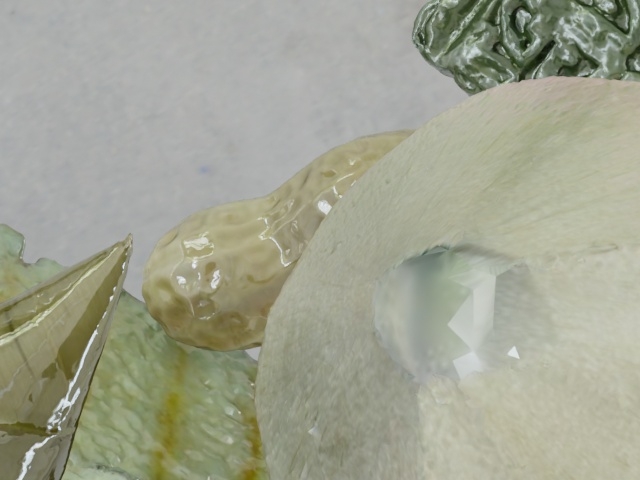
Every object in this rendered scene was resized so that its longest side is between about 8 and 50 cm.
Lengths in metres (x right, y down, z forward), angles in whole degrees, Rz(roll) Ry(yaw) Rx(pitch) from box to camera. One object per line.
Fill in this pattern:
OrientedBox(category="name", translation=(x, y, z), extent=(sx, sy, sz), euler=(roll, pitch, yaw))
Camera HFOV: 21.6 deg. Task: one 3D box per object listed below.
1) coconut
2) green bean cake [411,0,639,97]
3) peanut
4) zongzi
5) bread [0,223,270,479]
OrientedBox(category="coconut", translation=(0.130, 0.073, 0.796), extent=(0.309, 0.297, 0.298), euler=(22, 63, -50))
OrientedBox(category="green bean cake", translation=(0.241, -0.207, 1.584), extent=(0.255, 0.241, 0.132), euler=(41, 10, 10))
OrientedBox(category="peanut", translation=(0.000, 0.000, 1.351), extent=(0.120, 0.298, 0.136), euler=(69, 12, 21))
OrientedBox(category="zongzi", translation=(-0.196, 0.147, 0.996), extent=(0.145, 0.274, 0.300), euler=(42, 77, 16))
OrientedBox(category="bread", translation=(-0.208, 0.198, 1.382), extent=(0.395, 0.264, 0.239), euler=(27, 27, -12))
